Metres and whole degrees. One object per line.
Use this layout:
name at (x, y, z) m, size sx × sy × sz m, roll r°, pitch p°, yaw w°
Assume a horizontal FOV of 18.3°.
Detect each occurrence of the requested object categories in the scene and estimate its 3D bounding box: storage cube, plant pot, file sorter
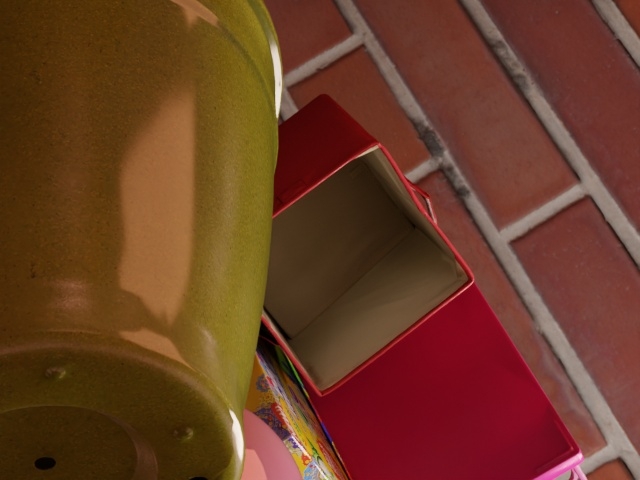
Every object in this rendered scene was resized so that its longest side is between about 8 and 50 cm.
storage cube at (0.000, 0.000, 1.927) m, size 0.183 × 0.215 × 0.193 m, roll 53°, pitch -1°, yaw -24°
plant pot at (-0.185, 0.019, 1.271) m, size 0.366 × 0.366 × 0.353 m, roll 55°, pitch 17°, yaw -42°
file sorter at (0.133, 0.202, 2.004) m, size 0.290 × 0.202 × 0.182 m, roll 60°, pitch 1°, yaw 42°

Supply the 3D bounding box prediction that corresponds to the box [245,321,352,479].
box at (-0.078, 0.225, 1.961) m, size 0.279 × 0.177 × 0.290 m, roll 54°, pitch 6°, yaw -40°

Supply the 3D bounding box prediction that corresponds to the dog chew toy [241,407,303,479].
dog chew toy at (-0.098, 0.254, 1.366) m, size 0.206 × 0.206 × 0.332 m, roll 56°, pitch 12°, yaw -35°
